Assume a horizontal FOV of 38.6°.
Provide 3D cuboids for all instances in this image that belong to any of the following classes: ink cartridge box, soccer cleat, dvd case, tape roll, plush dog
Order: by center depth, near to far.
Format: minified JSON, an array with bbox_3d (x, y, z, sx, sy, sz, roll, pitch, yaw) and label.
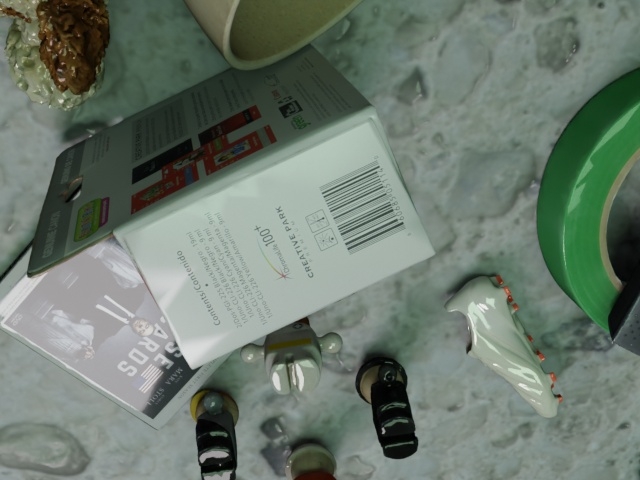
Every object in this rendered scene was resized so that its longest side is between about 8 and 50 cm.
[{"bbox_3d":[-0.233,-0.237,0.719,0.211,0.225,0.262,-42,113,7],"label":"plush dog"},{"bbox_3d":[-0.087,-0.039,0.782,0.272,0.309,0.130,-25,114,0],"label":"ink cartridge box"},{"bbox_3d":[-0.205,0.074,0.957,0.239,0.029,0.179,39,100,-22],"label":"dvd case"},{"bbox_3d":[0.403,-0.038,1.008,0.322,0.077,0.321,-4,112,-9],"label":"tape roll"},{"bbox_3d":[0.210,0.128,1.045,0.076,0.068,0.196,-29,107,6],"label":"soccer cleat"}]

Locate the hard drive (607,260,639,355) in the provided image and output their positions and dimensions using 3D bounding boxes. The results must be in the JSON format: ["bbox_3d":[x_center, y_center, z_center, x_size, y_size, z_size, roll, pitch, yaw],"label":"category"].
[{"bbox_3d":[0.444,0.070,0.987,0.255,0.054,0.172,19,107,-18],"label":"hard drive"}]

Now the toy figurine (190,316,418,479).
[{"bbox_3d":[-0.019,0.191,0.984,0.210,0.148,0.213,33,104,-15],"label":"toy figurine"}]

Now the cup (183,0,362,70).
[{"bbox_3d":[-0.031,-0.333,0.701,0.331,0.331,0.237,-44,86,8],"label":"cup"}]
